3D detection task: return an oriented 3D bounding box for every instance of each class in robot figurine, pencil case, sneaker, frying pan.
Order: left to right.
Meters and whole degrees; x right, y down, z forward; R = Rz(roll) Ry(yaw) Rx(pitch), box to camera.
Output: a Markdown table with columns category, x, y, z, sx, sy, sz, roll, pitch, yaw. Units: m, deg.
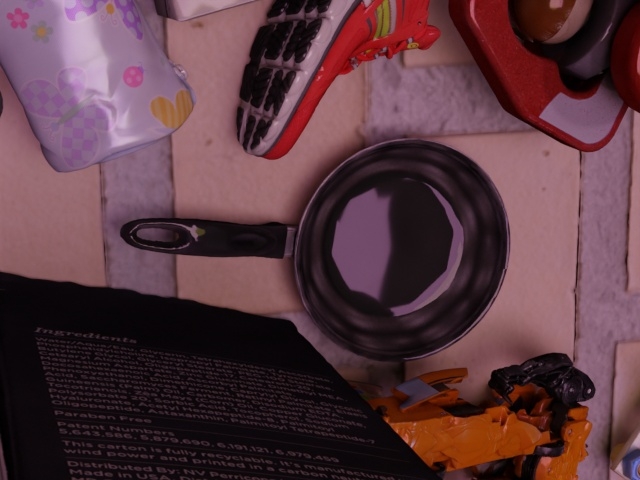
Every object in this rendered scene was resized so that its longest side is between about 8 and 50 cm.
| category | x | y | z | sx | sy | sz | roll | pitch | yaw |
| --- | --- | --- | --- | --- | --- | --- | --- | --- | --- |
| pencil case | -0.193 | -0.186 | 0.875 | 0.124 | 0.113 | 0.273 | -24 | 109 | -1 |
| frying pan | 0.009 | 0.027 | 1.027 | 0.326 | 0.053 | 0.197 | -17 | 107 | -11 |
| sneaker | 0.037 | -0.174 | 0.961 | 0.118 | 0.107 | 0.279 | 31 | 94 | -29 |
| robot figurine | 0.128 | 0.194 | 1.049 | 0.291 | 0.085 | 0.211 | -1 | 109 | -42 |

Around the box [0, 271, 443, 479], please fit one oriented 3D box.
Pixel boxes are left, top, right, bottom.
| category | x | y | z | sx | sy | sz | roll | pitch | yaw |
| --- | --- | --- | --- | --- | --- | --- | --- | --- | --- |
| box | -0.136 | 0.322 | 0.827 | 0.297 | 0.472 | 0.480 | 10 | 100 | -21 |

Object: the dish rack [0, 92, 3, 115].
| category | x | y | z | sx | sy | sz | roll | pitch | yaw |
| --- | --- | --- | --- | --- | --- | --- | --- | --- | --- |
| dish rack | -0.393 | -0.095 | 0.856 | 0.271 | 0.074 | 0.208 | 33 | 91 | -22 |

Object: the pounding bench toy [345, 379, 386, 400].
| category | x | y | z | sx | sy | sz | roll | pitch | yaw |
| --- | --- | --- | --- | --- | --- | --- | --- | --- | --- |
| pounding bench toy | 0.021 | 0.156 | 1.054 | 0.083 | 0.065 | 0.052 | 12 | 99 | -20 |

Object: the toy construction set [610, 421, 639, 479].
| category | x | y | z | sx | sy | sz | roll | pitch | yaw |
| --- | --- | --- | --- | --- | --- | --- | --- | --- | --- |
| toy construction set | 0.411 | 0.094 | 1.129 | 0.215 | 0.151 | 0.328 | 10 | 105 | -10 |

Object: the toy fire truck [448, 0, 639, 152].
| category | x | y | z | sx | sy | sz | roll | pitch | yaw |
| --- | --- | --- | --- | --- | --- | --- | --- | --- | --- |
| toy fire truck | 0.214 | -0.240 | 0.957 | 0.254 | 0.169 | 0.302 | 26 | 94 | -24 |

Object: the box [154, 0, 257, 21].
| category | x | y | z | sx | sy | sz | roll | pitch | yaw |
| --- | --- | --- | --- | --- | --- | --- | --- | --- | --- |
| box | -0.099 | -0.309 | 0.886 | 0.113 | 0.094 | 0.275 | -19 | 108 | -12 |
